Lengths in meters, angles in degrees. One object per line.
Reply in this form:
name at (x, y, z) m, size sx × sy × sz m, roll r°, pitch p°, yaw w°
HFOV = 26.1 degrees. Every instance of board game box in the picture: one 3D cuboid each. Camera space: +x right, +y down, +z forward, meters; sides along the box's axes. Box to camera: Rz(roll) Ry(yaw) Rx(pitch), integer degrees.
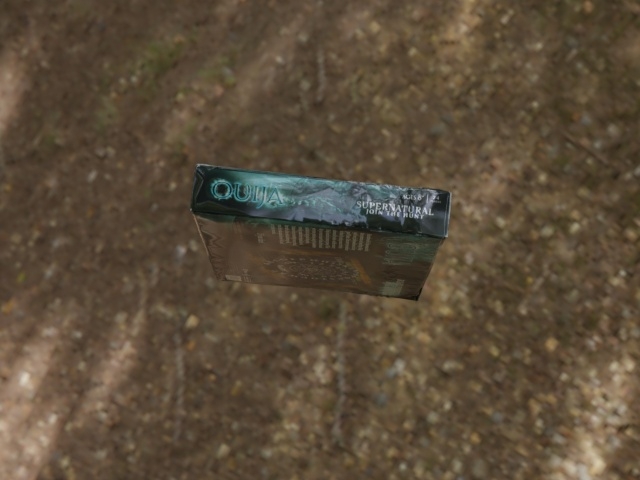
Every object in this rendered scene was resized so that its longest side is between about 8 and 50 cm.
board game box at (0.000, 0.000, 0.749) m, size 0.186 × 0.126 × 0.026 m, roll 94°, pitch -178°, yaw -78°
